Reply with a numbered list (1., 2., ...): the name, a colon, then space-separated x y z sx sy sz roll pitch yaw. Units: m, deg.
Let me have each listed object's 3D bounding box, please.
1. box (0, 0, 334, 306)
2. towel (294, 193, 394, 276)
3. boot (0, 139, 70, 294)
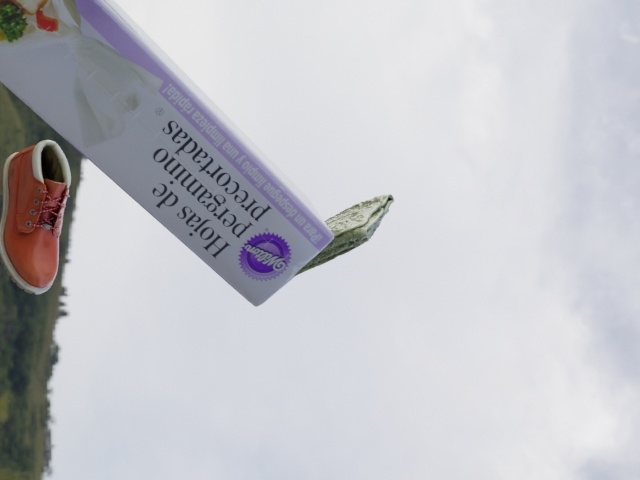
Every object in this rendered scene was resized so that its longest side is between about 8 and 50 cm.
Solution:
1. box: -0.122 -0.094 0.410 0.063 0.324 0.067 -42 -152 6
2. towel: 0.000 0.000 0.817 0.148 0.110 0.027 -25 -80 26
3. boot: -0.292 -0.026 0.848 0.085 0.059 0.157 -19 -104 40
